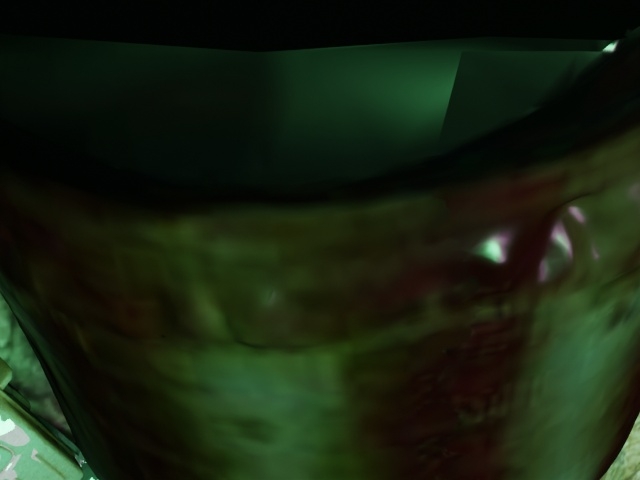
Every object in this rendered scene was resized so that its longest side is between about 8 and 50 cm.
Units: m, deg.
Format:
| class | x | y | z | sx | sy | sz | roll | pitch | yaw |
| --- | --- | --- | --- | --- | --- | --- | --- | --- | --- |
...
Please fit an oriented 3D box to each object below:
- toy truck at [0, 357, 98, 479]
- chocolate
| class | x | y | z | sx | sy | sz | roll | pitch | yaw |
| --- | --- | --- | --- | --- | --- | --- | --- | --- | --- |
| toy truck | -0.138 | 0.164 | 0.595 | 0.108 | 0.140 | 0.257 | -49 | 130 | -16 |
| chocolate | 0.000 | 0.000 | 0.526 | 0.383 | 0.383 | 0.331 | -21 | 124 | -34 |
